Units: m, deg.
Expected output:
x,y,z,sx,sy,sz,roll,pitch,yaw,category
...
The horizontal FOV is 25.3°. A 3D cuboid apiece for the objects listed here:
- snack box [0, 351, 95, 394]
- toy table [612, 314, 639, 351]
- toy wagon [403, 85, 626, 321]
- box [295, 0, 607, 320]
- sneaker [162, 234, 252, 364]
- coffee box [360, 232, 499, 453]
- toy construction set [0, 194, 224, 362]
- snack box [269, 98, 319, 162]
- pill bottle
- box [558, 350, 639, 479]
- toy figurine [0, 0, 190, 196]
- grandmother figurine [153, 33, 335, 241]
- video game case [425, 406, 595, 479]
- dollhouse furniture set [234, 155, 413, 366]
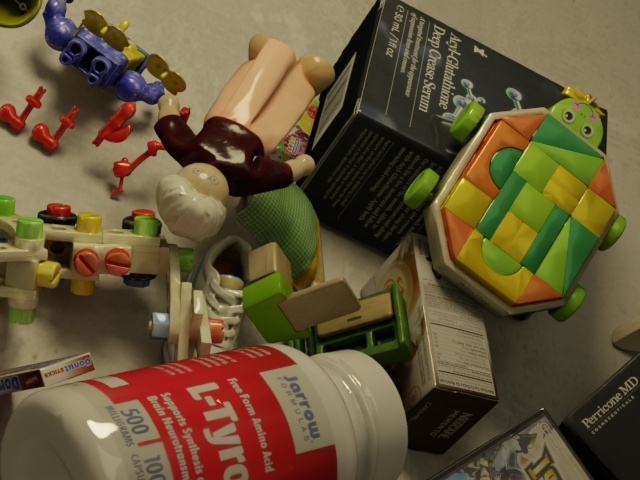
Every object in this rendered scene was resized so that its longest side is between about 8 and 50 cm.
x,y,z,sx,sy,sz,roll,pitch,yaw,category
-0.315,0.146,1.518,0.064,0.178,0.022,-17,91,-42,snack box
0.576,0.125,2.096,0.161,0.252,0.274,37,27,-24,toy table
0.279,-0.071,1.873,0.267,0.068,0.344,37,71,-8,toy wagon
0.194,-0.120,2.062,0.395,0.212,0.293,26,42,-12,box
-0.132,0.091,1.744,0.087,0.092,0.228,21,45,-19,sneaker
0.137,0.133,1.849,0.098,0.141,0.246,15,47,-24,coffee box
-0.261,0.035,1.638,0.328,0.151,0.215,19,9,-15,toy construction set
-0.063,-0.171,2.067,0.100,0.037,0.141,25,43,-11,snack box
-0.112,0.236,1.524,0.408,0.229,0.229,-9,59,-39,pill bottle
0.536,0.247,1.852,0.343,0.179,0.312,-40,78,-5,box
-0.335,-0.243,1.917,0.362,0.191,0.217,35,13,-4,toy figurine
-0.109,-0.126,1.751,0.208,0.104,0.342,17,45,10,grandmother figurine
0.234,0.373,1.665,0.248,0.035,0.275,-31,69,-5,video game case
0.000,0.000,1.807,0.197,0.151,0.301,58,20,-45,dollhouse furniture set
